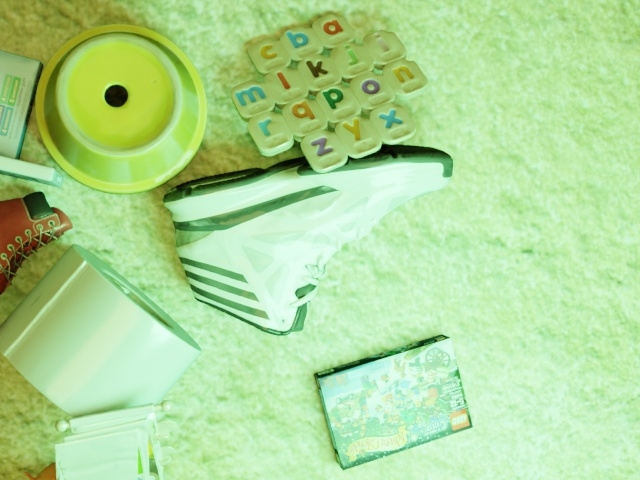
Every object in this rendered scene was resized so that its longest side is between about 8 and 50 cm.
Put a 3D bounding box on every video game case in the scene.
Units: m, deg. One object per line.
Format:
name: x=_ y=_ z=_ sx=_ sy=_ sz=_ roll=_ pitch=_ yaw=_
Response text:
video game case: x=-0.470 y=-0.109 z=1.264 sx=0.190 sy=0.173 sz=0.022 roll=13 pitch=87 yaw=-11

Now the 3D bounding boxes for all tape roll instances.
tape roll: x=-0.315 y=0.145 z=1.270 sx=0.246 sy=0.246 sz=0.169 roll=41 pitch=85 yaw=-10

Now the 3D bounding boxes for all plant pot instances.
plant pot: x=-0.285 y=-0.194 z=1.267 sx=0.254 sy=0.239 sz=0.254 roll=0 pitch=92 yaw=-11

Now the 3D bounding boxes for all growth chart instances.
growth chart: x=-0.285 y=0.311 z=1.209 sx=0.172 sy=0.021 sz=0.237 roll=-1 pitch=126 yaw=-22

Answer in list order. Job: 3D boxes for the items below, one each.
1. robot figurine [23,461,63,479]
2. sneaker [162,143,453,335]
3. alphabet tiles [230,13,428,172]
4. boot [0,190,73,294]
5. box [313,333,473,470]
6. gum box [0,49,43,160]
robot figurine: x=-0.344 y=0.405 z=1.333 sx=0.219 sy=0.158 sz=0.128 roll=15 pitch=67 yaw=-12
sneaker: x=-0.001 y=0.000 z=1.391 sx=0.448 sy=0.169 sz=0.257 roll=-11 pitch=103 yaw=-3
alphabet tiles: x=0.013 y=-0.230 z=1.361 sx=0.284 sy=0.021 sz=0.278 roll=-24 pitch=61 yaw=-10
boot: x=-0.439 y=0.028 z=1.267 sx=0.176 sy=0.088 sz=0.244 roll=-11 pitch=51 yaw=-13
box: x=0.121 y=0.265 z=1.463 sx=0.233 sy=0.044 sz=0.159 roll=-16 pitch=95 yaw=-10
gum box: x=-0.525 y=-0.215 z=1.317 sx=0.184 sy=0.041 sz=0.157 roll=15 pitch=89 yaw=-11
